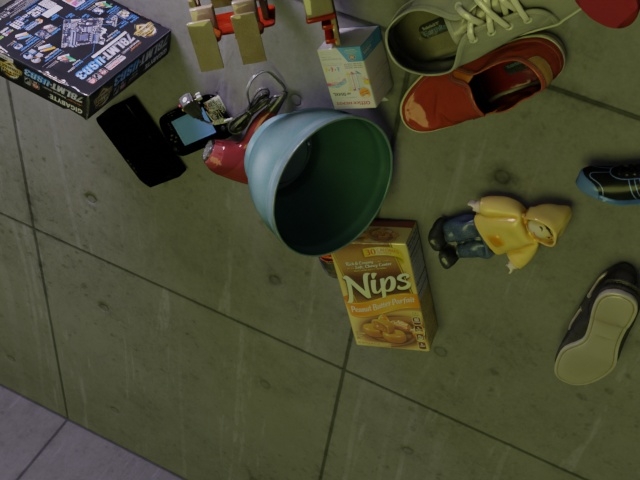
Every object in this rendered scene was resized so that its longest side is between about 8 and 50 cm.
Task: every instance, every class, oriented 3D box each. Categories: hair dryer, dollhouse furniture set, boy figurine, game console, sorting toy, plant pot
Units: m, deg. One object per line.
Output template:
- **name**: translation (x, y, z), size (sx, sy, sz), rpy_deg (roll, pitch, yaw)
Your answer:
- **hair dryer**: translation (-0.151, -0.208, 1.798), size (0.223, 0.080, 0.294), rpy_deg (-11, 136, 15)
- **dollhouse furniture set**: translation (-0.102, -0.397, 1.505), size (0.259, 0.262, 0.135), rpy_deg (-9, 129, 5)
- **boy figurine**: translation (0.361, -0.009, 1.669), size (0.285, 0.092, 0.177), rpy_deg (-9, 120, 41)
- **game console**: translation (-0.343, -0.251, 1.935), size (0.361, 0.044, 0.213), rpy_deg (-15, 118, 40)
- **sorting toy**: translation (0.341, -0.458, 1.209), size (0.365, 0.126, 0.127), rpy_deg (45, 172, 20)
- **plant pot**: translation (-0.030, -0.139, 1.689), size (0.196, 0.293, 0.293), rpy_deg (35, 146, 41)

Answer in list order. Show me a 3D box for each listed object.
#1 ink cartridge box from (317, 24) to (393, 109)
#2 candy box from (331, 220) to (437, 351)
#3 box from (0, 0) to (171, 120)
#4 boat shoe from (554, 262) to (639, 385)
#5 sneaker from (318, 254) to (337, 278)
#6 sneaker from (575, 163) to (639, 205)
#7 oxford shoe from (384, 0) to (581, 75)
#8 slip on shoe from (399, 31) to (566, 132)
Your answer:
- **ink cartridge box**: translation (0.069, -0.312, 1.580), size (0.092, 0.090, 0.143), rpy_deg (3, 128, 31)
- **candy box**: translation (0.144, 0.102, 1.902), size (0.182, 0.088, 0.317), rpy_deg (2, 129, 24)
- **box**: translation (-0.502, -0.399, 1.715), size (0.293, 0.296, 0.073), rpy_deg (28, 137, 7)
- **boat shoe**: translation (0.566, 0.176, 1.720), size (0.112, 0.096, 0.335), rpy_deg (21, 141, 11)
- **sneaker**: translation (0.000, 0.000, 1.908), size (0.083, 0.087, 0.221), rpy_deg (1, 128, 33)
- **sneaker**: translation (0.564, -0.106, 1.464), size (0.232, 0.081, 0.091), rpy_deg (13, 131, 13)
- **oxford shoe**: translation (0.282, -0.381, 1.356), size (0.449, 0.130, 0.169), rpy_deg (-20, 111, 39)
- **slip on shoe**: translation (0.267, -0.263, 1.491), size (0.331, 0.101, 0.123), rpy_deg (-15, 120, 42)
